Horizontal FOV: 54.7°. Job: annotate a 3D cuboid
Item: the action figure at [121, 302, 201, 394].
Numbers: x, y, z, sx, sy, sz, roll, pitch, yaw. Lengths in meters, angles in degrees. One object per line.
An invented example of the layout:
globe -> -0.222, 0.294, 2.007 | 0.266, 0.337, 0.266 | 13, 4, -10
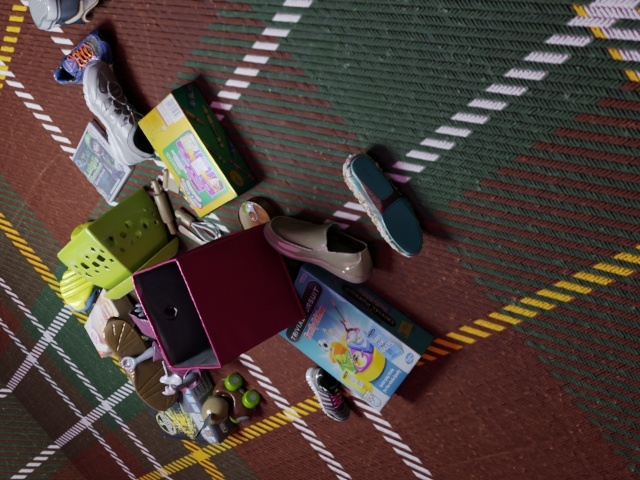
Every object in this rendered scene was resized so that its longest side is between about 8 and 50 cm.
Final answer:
action figure -> -0.420, 0.298, 1.813 | 0.248, 0.275, 0.370 | 28, 140, 27

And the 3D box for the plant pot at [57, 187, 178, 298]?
plant pot -> -0.549, 0.024, 1.725 | 0.228, 0.227, 0.207 | -27, 106, 44

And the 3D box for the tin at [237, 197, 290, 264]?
tin -> -0.136, -0.016, 1.512 | 0.106, 0.040, 0.190 | -8, 113, 36

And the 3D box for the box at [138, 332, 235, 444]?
box -> -0.490, 0.490, 2.075 | 0.318, 0.097, 0.395 | -10, 110, 38

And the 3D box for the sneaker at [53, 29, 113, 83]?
sneaker -> -0.589, -0.442, 1.535 | 0.221, 0.087, 0.083 | -27, 101, 44

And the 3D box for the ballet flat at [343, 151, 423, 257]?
ballet flat -> 0.126, -0.073, 1.258 | 0.241, 0.091, 0.077 | 58, 165, -4

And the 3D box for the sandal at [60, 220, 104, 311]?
sandal -> -0.685, 0.089, 1.864 | 0.126, 0.318, 0.138 | -13, 135, 8

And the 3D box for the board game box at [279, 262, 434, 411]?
board game box -> 0.068, 0.223, 1.485 | 0.336, 0.079, 0.254 | 35, 134, 13

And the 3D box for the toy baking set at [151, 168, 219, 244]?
toy baking set -> -0.357, -0.067, 1.648 | 0.196, 0.030, 0.256 | 9, 123, 33

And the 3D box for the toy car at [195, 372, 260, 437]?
toy car -> -0.302, 0.526, 1.890 | 0.149, 0.188, 0.155 | 43, 135, 6

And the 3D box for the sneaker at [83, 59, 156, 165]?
sneaker -> -0.489, -0.320, 1.547 | 0.115, 0.105, 0.281 | 2, 131, 23

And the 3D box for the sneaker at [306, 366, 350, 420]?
sneaker -> 0.031, 0.407, 1.646 | 0.170, 0.063, 0.074 | 57, 141, -2

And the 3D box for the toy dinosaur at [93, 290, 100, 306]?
toy dinosaur -> -0.758, 0.188, 2.078 | 0.183, 0.053, 0.093 | 168, 99, -74

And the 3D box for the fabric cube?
fabric cube -> -0.243, 0.131, 1.462 | 0.259, 0.258, 0.254 | -16, 99, 50

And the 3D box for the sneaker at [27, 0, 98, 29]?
sneaker -> -0.608, -0.564, 1.456 | 0.321, 0.127, 0.126 | 30, 132, 52

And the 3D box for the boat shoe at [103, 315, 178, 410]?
boat shoe -> -0.564, 0.378, 1.938 | 0.342, 0.123, 0.123 | 58, 164, -19

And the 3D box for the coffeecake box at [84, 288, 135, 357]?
coffeecake box -> -0.687, 0.266, 2.031 | 0.142, 0.068, 0.186 | 49, 120, 26

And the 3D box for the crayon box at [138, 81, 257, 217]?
crayon box -> -0.293, -0.208, 1.470 | 0.165, 0.081, 0.279 | -23, 103, 44

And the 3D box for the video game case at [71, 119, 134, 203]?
video game case -> -0.619, -0.218, 1.752 | 0.173, 0.022, 0.190 | 50, 135, -1

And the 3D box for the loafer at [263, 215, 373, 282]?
loafer -> 0.000, 0.000, 1.381 | 0.268, 0.102, 0.092 | 22, 129, 12
